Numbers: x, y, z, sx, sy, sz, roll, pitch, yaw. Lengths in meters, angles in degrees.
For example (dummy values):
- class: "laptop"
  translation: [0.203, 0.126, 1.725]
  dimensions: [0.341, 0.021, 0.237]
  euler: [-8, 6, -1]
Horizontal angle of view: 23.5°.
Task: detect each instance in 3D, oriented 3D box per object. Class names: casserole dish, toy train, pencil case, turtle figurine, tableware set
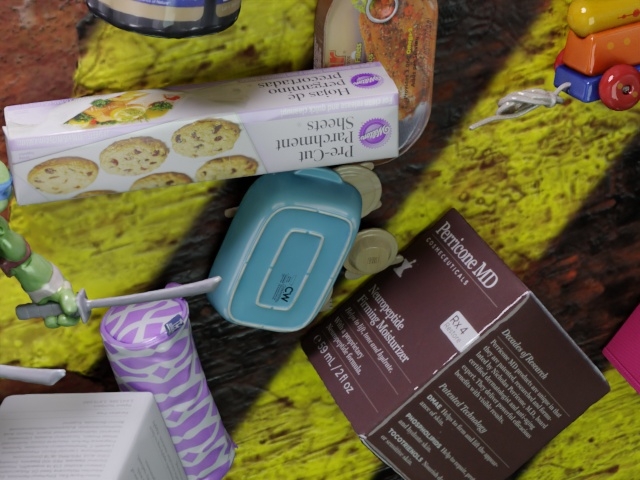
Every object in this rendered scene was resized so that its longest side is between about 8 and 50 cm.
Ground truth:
- class: "casserole dish"
  translation: [-0.031, 0.017, 1.381]
  dimensions: [0.114, 0.037, 0.188]
  euler: [11, 126, -22]
- class: "toy train"
  translation: [0.240, -0.193, 1.371]
  dimensions: [0.248, 0.105, 0.143]
  euler: [-16, 114, -15]
- class: "pencil case"
  translation: [-0.137, 0.137, 1.410]
  dimensions: [0.088, 0.086, 0.206]
  euler: [-44, 136, -37]
- class: "turtle figurine"
  translation: [-0.276, 0.080, 1.201]
  dimensions: [0.275, 0.198, 0.266]
  euler: [35, 125, -12]
- class: "tableware set"
  translation: [0.000, 0.000, 1.412]
  dimensions: [0.141, 0.020, 0.168]
  euler: [-21, 131, 3]

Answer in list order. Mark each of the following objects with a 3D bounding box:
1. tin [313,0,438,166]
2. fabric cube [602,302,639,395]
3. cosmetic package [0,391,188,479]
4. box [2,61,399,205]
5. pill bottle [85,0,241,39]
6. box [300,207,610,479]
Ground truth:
- class: "tin"
  translation: [0.045, -0.155, 1.340]
  dimensions: [0.106, 0.040, 0.189]
  euler: [-12, 124, -22]
- class: "fabric cube"
  translation: [0.502, 0.119, 1.574]
  dimensions: [0.259, 0.254, 0.258]
  euler: [26, 107, -33]
- class: "cosmetic package"
  translation: [-0.218, 0.248, 1.343]
  dimensions: [0.151, 0.183, 0.151]
  euler: [-3, 126, 19]
- class: "box"
  translation: [-0.097, -0.090, 1.274]
  dimensions: [0.324, 0.063, 0.067]
  euler: [-7, 123, -11]
- class: "pill bottle"
  translation: [-0.108, -0.272, 1.147]
  dimensions: [0.123, 0.123, 0.219]
  euler: [-3, 120, -23]
- class: "box"
  translation: [0.125, 0.118, 1.457]
  dimensions: [0.203, 0.168, 0.167]
  euler: [-42, 126, 4]
